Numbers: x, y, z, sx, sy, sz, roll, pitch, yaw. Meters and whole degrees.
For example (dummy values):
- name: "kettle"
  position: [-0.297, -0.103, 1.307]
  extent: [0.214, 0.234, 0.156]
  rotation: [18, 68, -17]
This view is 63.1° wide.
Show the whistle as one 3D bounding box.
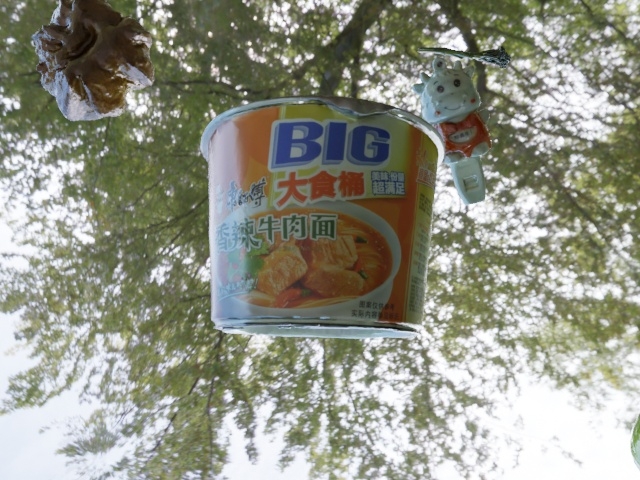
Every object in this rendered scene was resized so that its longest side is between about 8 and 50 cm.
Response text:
- name: "whistle"
  position: [0.226, -0.179, 0.870]
  extent: [0.106, 0.102, 0.253]
  rotation: [-37, -65, -48]

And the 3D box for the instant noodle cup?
- name: "instant noodle cup"
  position: [0.000, 0.000, 0.596]
  extent: [0.297, 0.296, 0.213]
  rotation: [6, -103, -21]

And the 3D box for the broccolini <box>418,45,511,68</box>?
- name: "broccolini"
  position: [0.330, -0.422, 1.195]
  extent: [0.218, 0.042, 0.044]
  rotation: [0, -124, -5]

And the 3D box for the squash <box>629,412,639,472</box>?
- name: "squash"
  position: [0.480, 0.163, 0.529]
  extent: [0.371, 0.118, 0.118]
  rotation: [-16, -105, -12]

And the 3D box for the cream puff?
- name: "cream puff"
  position: [-0.470, -0.384, 1.081]
  extent: [0.241, 0.155, 0.268]
  rotation: [-36, -95, -10]
